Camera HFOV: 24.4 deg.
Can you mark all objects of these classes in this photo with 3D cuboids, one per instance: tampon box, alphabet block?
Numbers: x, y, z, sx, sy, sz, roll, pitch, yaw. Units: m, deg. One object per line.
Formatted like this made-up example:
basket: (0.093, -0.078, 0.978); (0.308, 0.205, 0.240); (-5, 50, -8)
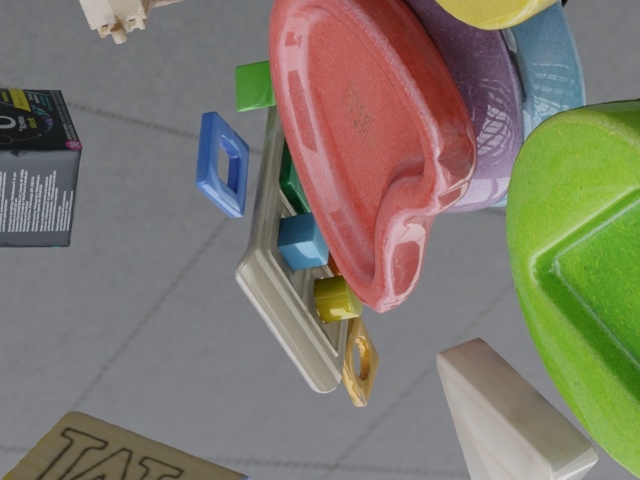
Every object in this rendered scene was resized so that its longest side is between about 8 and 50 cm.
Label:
tampon box: (-0.299, -0.065, 1.278); (0.161, 0.120, 0.101); (0, 122, -22)
alphabet block: (-0.201, 0.308, 1.390); (0.193, 0.197, 0.192); (-47, 152, -56)

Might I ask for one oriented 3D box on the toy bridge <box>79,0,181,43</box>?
toy bridge: (-0.074, -0.137, 0.644); (0.026, 0.188, 0.063); (-10, 128, 12)

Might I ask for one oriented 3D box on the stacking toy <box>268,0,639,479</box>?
stacking toy: (0.106, -0.045, 0.569); (0.130, 0.279, 0.309); (-20, 167, -20)

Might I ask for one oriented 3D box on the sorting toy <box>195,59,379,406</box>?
sorting toy: (0.000, 0.000, 1.220); (0.047, 0.196, 0.347); (-8, 139, 23)

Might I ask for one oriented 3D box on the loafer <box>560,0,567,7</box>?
loafer: (0.175, -0.196, 1.006); (0.303, 0.095, 0.109); (-10, -162, 26)
